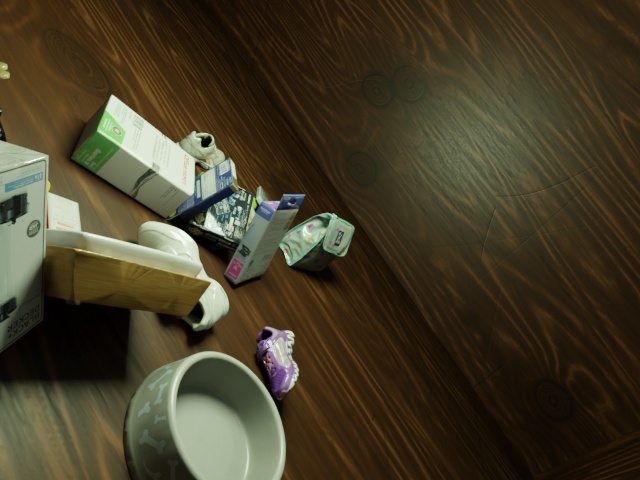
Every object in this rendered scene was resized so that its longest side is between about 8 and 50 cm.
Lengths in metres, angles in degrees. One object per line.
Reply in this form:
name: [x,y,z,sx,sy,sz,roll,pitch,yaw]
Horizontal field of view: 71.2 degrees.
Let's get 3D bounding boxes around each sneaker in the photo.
sneaker: [-0.128,0.323,1.216,0.104,0.095,0.236,35,20,-26]
sneaker: [-0.415,-0.333,1.645,0.099,0.121,0.262,56,19,8]
sneaker: [-0.342,0.083,1.078,0.305,0.114,0.152,52,17,-3]

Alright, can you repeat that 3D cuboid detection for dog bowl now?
dog bowl: [-0.206,0.381,0.892,0.349,0.102,0.349,46,21,-22]

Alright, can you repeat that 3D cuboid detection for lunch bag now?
lunch bag: [0.000,0.000,1.815,0.223,0.262,0.160,22,35,-58]

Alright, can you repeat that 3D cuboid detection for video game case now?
video game case: [-0.203,-0.114,1.797,0.191,0.022,0.173,61,4,-21]

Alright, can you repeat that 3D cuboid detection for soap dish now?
soap dish: [-0.390,0.067,0.841,0.290,0.228,0.118,26,71,-55]

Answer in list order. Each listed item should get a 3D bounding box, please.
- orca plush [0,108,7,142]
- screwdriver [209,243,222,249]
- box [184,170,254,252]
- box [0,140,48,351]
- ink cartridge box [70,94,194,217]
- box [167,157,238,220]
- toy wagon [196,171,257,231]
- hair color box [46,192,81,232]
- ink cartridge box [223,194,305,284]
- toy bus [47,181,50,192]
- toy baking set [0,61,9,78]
orca plush: [-0.670,-0.224,0.868,0.151,0.102,0.287,24,34,-56]
screwdriver: [-0.273,0.007,1.416,0.169,0.024,0.025,-10,48,-37]
box: [-0.310,-0.091,1.402,0.175,0.051,0.221,25,48,-25]
box: [-0.471,0.023,0.615,0.087,0.290,0.169,17,21,0]
ink cartridge box: [-0.502,-0.227,1.243,0.289,0.121,0.211,39,23,-36]
box: [-0.348,-0.143,1.317,0.037,0.225,0.137,55,13,-44]
toy wagon: [-0.302,-0.092,1.568,0.267,0.068,0.345,26,33,-53]
hair color box: [-0.538,-0.026,0.922,0.072,0.043,0.141,29,29,-52]
ink cartridge box: [-0.169,-0.020,1.383,0.065,0.311,0.185,35,15,13]
toy bus: [-0.548,-0.105,0.721,0.220,0.211,0.150,39,63,-41]
toy baking set: [-0.753,-0.341,0.882,0.256,0.030,0.197,20,31,1]
